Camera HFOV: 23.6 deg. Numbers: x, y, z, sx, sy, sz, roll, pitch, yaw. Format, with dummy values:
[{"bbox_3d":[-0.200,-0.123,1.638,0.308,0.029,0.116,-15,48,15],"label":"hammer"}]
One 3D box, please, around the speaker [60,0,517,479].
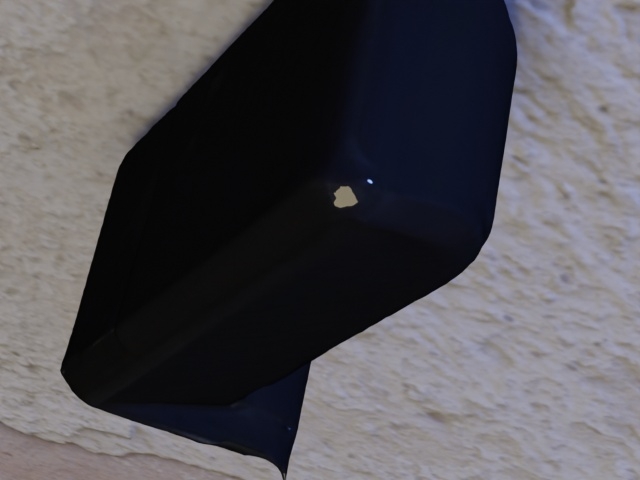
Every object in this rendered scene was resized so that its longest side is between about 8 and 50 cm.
[{"bbox_3d":[0.000,0.000,0.864,0.184,0.180,0.388,23,150,-20],"label":"speaker"}]
